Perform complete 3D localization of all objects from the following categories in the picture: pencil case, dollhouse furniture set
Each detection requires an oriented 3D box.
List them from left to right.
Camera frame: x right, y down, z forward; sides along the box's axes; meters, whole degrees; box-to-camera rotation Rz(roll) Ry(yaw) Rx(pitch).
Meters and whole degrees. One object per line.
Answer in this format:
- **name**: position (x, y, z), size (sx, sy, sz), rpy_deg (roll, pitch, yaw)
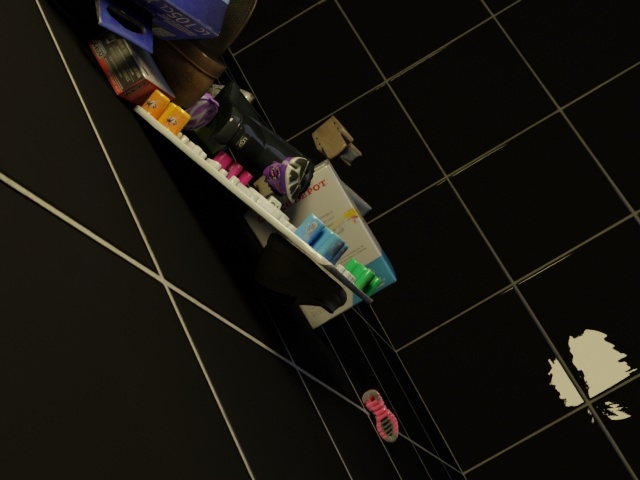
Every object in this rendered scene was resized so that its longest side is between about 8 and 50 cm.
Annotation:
- **pencil case**: position (-0.259, -0.298, 1.758), size (0.206, 0.088, 0.086), rpy_deg (63, 8, 26)
- **dollhouse furniture set**: position (0.040, -0.073, 2.296), size (0.303, 0.286, 0.198), rpy_deg (41, 15, -38)

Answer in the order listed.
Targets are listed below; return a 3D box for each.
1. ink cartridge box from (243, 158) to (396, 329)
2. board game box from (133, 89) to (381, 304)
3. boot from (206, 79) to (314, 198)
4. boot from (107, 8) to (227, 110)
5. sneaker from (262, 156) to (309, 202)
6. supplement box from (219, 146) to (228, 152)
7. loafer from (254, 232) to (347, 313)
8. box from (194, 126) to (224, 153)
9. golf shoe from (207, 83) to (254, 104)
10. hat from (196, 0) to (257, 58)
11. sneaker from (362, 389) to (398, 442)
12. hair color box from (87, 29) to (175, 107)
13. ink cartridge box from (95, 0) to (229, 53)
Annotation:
- **ink cartridge box**: position (0.000, 0.000, 1.955), size (0.270, 0.198, 0.197), rpy_deg (59, 5, -7)
- **board game box**: position (-0.082, -0.059, 1.542), size (0.390, 0.050, 0.390), rpy_deg (39, -1, 16)
- **boot**: position (-0.114, -0.185, 1.803), size (0.207, 0.094, 0.246), rpy_deg (38, 13, -24)
- **boot**: position (-0.299, -0.333, 1.584), size (0.305, 0.115, 0.112), rpy_deg (42, 14, 18)
- **sneaker**: position (-0.062, -0.103, 1.578), size (0.071, 0.068, 0.170), rpy_deg (25, -10, -1)
- **supplement box**: position (-0.216, -0.245, 2.067), size (0.083, 0.056, 0.083), rpy_deg (58, 5, -19)
- **loafer**: position (-0.041, 0.071, 1.669), size (0.102, 0.092, 0.268), rpy_deg (41, -1, 34)
- **box**: position (-0.248, -0.266, 1.943), size (0.109, 0.042, 0.178), rpy_deg (54, 8, -42)
- **golf shoe**: position (-0.218, -0.311, 2.135), size (0.086, 0.068, 0.186), rpy_deg (29, -12, -34)
- **hat**: position (-0.277, -0.501, 1.892), size (0.134, 0.331, 0.331), rpy_deg (16, 39, -51)
- **sneaker**: position (0.129, 0.370, 1.999), size (0.057, 0.047, 0.119), rpy_deg (75, -10, -61)
- **hair color box**: position (-0.283, -0.255, 1.449), size (0.093, 0.053, 0.167), rpy_deg (60, 3, 5)
- **ink cartridge box**: position (-0.242, -0.467, 1.370), size (0.151, 0.396, 0.270), rpy_deg (9, -11, 42)
